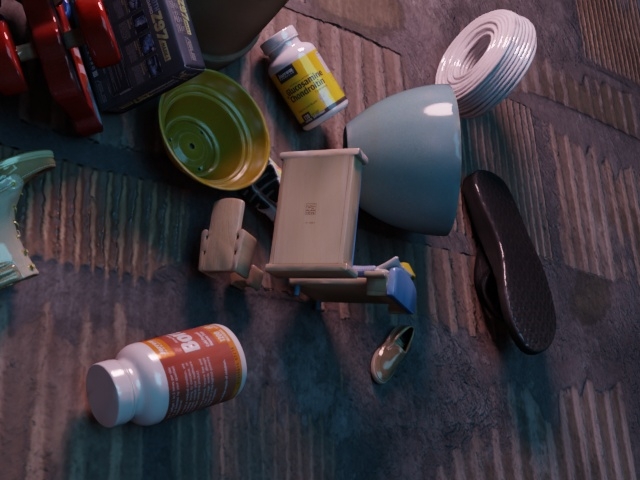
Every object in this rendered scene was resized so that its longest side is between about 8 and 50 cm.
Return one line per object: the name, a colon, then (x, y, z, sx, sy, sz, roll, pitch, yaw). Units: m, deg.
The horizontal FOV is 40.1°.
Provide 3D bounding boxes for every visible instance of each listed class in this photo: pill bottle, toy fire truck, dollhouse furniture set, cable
pill bottle: (-0.224, 0.200, 1.282, 0.216, 0.121, 0.121, -11, 80, -44)
toy fire truck: (-0.397, -0.318, 1.278, 0.169, 0.254, 0.302, -19, 85, -8)
pill bottle: (-0.035, -0.309, 1.664, 0.103, 0.103, 0.184, -40, 101, -43)
dollhouse furniture set: (0.000, 0.000, 1.495, 0.303, 0.286, 0.198, 40, 53, -60)
cable: (0.363, -0.394, 1.940, 0.089, 0.257, 0.257, 32, 55, -22)

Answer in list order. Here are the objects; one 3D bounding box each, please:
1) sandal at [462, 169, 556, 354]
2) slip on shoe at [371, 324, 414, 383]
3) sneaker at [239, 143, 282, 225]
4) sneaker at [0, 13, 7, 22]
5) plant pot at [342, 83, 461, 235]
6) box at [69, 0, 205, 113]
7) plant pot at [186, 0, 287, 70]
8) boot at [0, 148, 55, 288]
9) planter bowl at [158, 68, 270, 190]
sandal: (0.398, 0.055, 1.914, 0.167, 0.107, 0.445, 15, 51, -35)
slip on shoe: (0.139, 0.211, 1.650, 0.051, 0.041, 0.135, 51, 48, -14)
sneaker: (-0.075, -0.085, 1.569, 0.208, 0.081, 0.094, 55, 25, -5)
sneaker: (-0.482, -0.303, 1.307, 0.144, 0.053, 0.059, 56, 45, -10)
plant pot: (0.143, -0.153, 1.673, 0.195, 0.290, 0.290, 0, 69, -3)
box: (-0.294, -0.340, 1.376, 0.059, 0.183, 0.232, -10, 80, -60)
plant pot: (-0.162, -0.477, 1.475, 0.323, 0.280, 0.323, 14, 70, -41)
boot: (-0.433, -0.024, 1.222, 0.213, 0.077, 0.165, -34, 96, -38)
planter bowl: (-0.197, -0.172, 1.476, 0.217, 0.090, 0.217, 16, 64, -36)
